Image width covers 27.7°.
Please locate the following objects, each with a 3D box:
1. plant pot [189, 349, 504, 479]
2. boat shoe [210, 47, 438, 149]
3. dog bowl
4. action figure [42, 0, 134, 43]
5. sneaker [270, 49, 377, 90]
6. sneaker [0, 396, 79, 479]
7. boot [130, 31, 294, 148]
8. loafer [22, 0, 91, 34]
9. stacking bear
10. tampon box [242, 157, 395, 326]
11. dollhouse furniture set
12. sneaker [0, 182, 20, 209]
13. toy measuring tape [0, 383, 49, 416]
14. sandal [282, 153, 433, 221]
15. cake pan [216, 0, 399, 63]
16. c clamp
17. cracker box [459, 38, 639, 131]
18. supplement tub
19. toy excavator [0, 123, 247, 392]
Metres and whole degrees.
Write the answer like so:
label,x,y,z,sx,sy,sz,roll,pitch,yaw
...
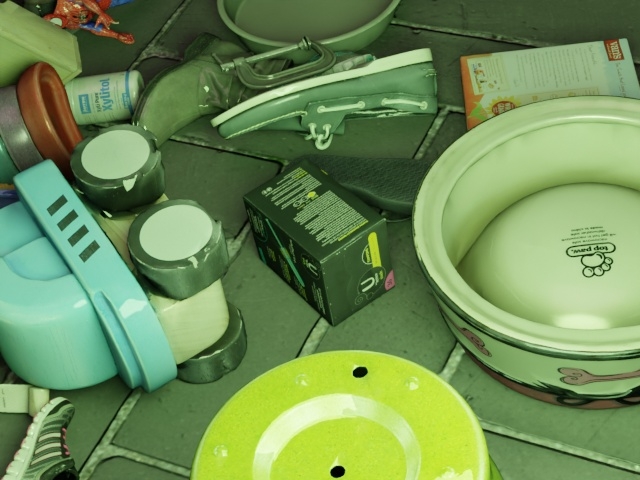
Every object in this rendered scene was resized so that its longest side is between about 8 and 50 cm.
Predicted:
label,x,y,z,sx,sy,sz,roll,pitch,yaw
plant pot,0.038,0.291,1.129,0.366,0.353,0.366,-5,45,5
boat shoe,0.012,-0.177,1.765,0.319,0.099,0.116,-17,6,-10
dog bowl,0.311,0.018,1.490,0.408,0.150,0.408,-5,45,5
action figure,-0.299,-0.370,2.024,0.280,0.091,0.139,-32,62,-29
sneaker,-0.002,-0.237,1.863,0.166,0.065,0.076,-14,30,-24
sneaker,-0.299,0.247,1.444,0.075,0.063,0.170,18,36,0
boot,-0.149,-0.200,1.845,0.161,0.083,0.246,21,54,20
loafer,-0.375,-0.436,2.104,0.109,0.095,0.302,17,51,25
stacking bear,-0.480,-0.112,1.764,0.289,0.164,0.175,-22,89,5
tampon box,0.000,0.000,1.585,0.101,0.120,0.161,-33,49,-20
dollhouse furniture set,-0.518,-0.403,1.884,0.362,0.256,0.394,-31,56,26
sneaker,-0.493,0.020,1.692,0.296,0.112,0.131,-17,63,-4
toy measuring tape,-0.485,0.187,1.497,0.330,0.121,0.121,3,47,10
sandal,0.070,-0.066,1.695,0.254,0.054,0.097,12,42,34
cake pan,-0.012,-0.370,2.000,0.293,0.054,0.293,-6,45,6
c clamp,-0.063,-0.254,1.813,0.161,0.022,0.137,-14,36,-8
cracker box,0.310,-0.189,1.751,0.232,0.067,0.155,-6,46,7
supplement tub,-0.311,-0.207,1.885,0.107,0.071,0.071,-8,45,3
toy excavator,-0.369,0.046,1.510,0.445,0.222,0.433,-29,54,-18
